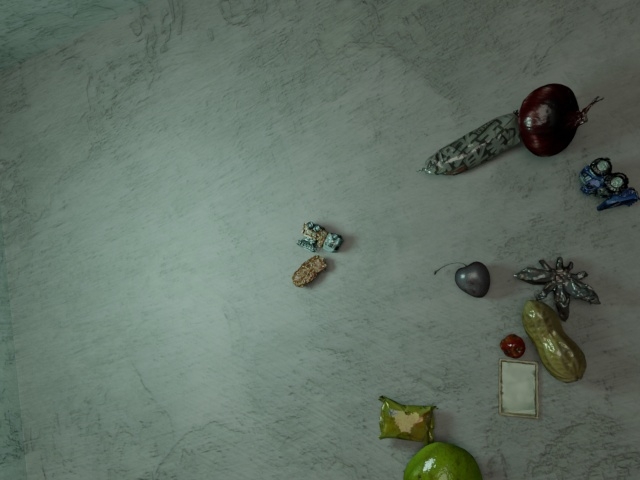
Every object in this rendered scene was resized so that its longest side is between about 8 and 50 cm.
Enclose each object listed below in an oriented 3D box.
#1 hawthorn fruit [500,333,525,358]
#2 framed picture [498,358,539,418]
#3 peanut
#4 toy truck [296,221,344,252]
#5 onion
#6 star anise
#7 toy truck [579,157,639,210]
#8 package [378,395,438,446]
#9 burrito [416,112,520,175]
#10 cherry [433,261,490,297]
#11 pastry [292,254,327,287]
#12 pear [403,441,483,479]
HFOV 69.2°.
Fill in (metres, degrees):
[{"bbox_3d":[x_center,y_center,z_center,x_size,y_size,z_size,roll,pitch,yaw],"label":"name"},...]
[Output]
[{"bbox_3d":[0.704,0.388,1.692,0.093,0.093,0.093,-3,79,14],"label":"hawthorn fruit"},{"bbox_3d":[0.725,0.541,1.700,0.136,0.010,0.201,1,81,14],"label":"framed picture"},{"bbox_3d":[0.818,0.353,1.641,0.149,0.149,0.313,-26,74,9],"label":"peanut"},{"bbox_3d":[0.000,0.000,1.959,0.178,0.080,0.115,24,92,19],"label":"toy truck"},{"bbox_3d":[0.869,-0.440,1.701,0.285,0.273,0.273,12,82,47],"label":"onion"},{"bbox_3d":[0.872,0.161,1.682,0.198,0.110,0.257,-40,66,5],"label":"star anise"},{"bbox_3d":[1.044,-0.192,1.699,0.126,0.113,0.208,-39,71,5],"label":"toy truck"},{"bbox_3d":[0.324,0.677,1.736,0.226,0.090,0.168,3,84,11],"label":"package"},{"bbox_3d":[0.596,-0.358,1.857,0.445,0.101,0.139,-28,79,6],"label":"burrito"},{"bbox_3d":[0.556,0.161,1.774,0.188,0.115,0.148,-28,113,16],"label":"cherry"},{"bbox_3d":[-0.047,0.129,1.959,0.169,0.063,0.087,-38,82,0],"label":"pastry"},{"bbox_3d":[0.448,0.845,1.627,0.288,0.139,0.239,22,97,17],"label":"pear"}]
